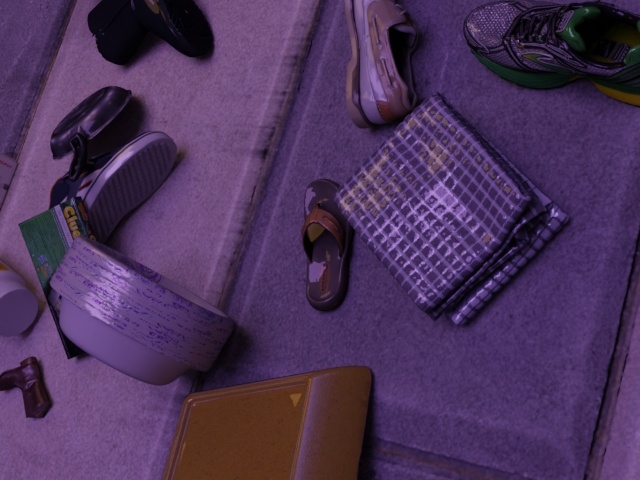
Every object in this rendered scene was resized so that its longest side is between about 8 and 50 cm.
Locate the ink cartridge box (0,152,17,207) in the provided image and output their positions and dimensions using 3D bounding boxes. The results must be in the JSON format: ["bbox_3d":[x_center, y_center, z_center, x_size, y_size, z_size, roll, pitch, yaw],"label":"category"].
[{"bbox_3d":[-0.688,-0.118,2.125,0.056,0.099,0.135,8,74,37],"label":"ink cartridge box"}]

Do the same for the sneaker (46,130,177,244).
[{"bbox_3d":[-0.401,-0.097,1.905,0.321,0.126,0.127,-46,58,11],"label":"sneaker"}]

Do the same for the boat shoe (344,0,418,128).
[{"bbox_3d":[0.106,-0.330,1.681,0.103,0.113,0.302,-8,76,30],"label":"boat shoe"}]

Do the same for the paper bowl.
[{"bbox_3d":[-0.288,0.120,1.632,0.284,0.284,0.148,29,88,39],"label":"paper bowl"}]

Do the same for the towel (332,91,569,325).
[{"bbox_3d":[0.172,-0.048,1.498,0.235,0.121,0.283,-45,52,10],"label":"towel"}]

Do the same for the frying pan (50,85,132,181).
[{"bbox_3d":[-0.457,-0.187,1.942,0.197,0.053,0.326,-24,27,34],"label":"frying pan"}]

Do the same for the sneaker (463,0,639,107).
[{"bbox_3d":[0.346,-0.292,1.471,0.344,0.146,0.134,18,81,39],"label":"sneaker"}]

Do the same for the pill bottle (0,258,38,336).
[{"bbox_3d":[-0.628,0.092,1.980,0.208,0.119,0.119,30,88,39],"label":"pill bottle"}]

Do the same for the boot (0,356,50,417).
[{"bbox_3d":[-0.538,0.282,1.893,0.106,0.037,0.114,-38,58,18],"label":"boot"}]

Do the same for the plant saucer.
[{"bbox_3d":[-0.106,0.324,1.491,0.333,0.081,0.332,-14,46,29],"label":"plant saucer"}]

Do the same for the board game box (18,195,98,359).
[{"bbox_3d":[-0.432,0.066,1.844,0.136,0.030,0.259,-22,87,27],"label":"board game box"}]

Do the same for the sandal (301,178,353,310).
[{"bbox_3d":[0.000,0.000,1.632,0.090,0.060,0.219,-8,66,31],"label":"sandal"}]

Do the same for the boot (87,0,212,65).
[{"bbox_3d":[-0.332,-0.401,2.016,0.207,0.094,0.246,-42,77,37],"label":"boot"}]
